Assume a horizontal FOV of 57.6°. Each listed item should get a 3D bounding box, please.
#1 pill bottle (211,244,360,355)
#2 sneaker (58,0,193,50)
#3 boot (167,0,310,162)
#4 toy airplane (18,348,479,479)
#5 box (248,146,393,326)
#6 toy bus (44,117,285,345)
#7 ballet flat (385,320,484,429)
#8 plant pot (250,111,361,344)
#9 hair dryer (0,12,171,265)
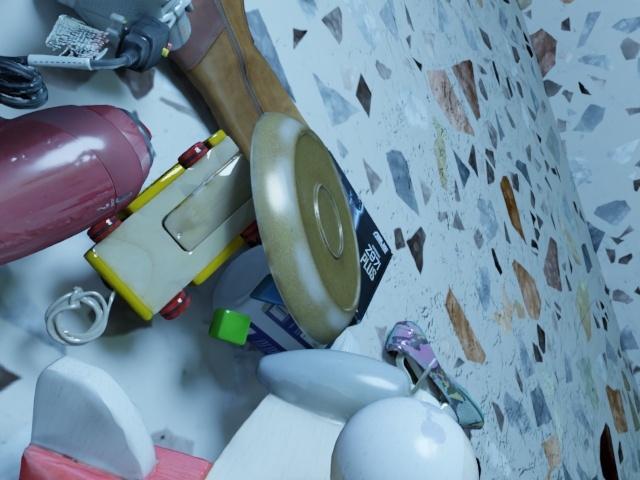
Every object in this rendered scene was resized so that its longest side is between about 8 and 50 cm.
[{"bbox_3d":[-0.030,0.089,0.644,0.169,0.094,0.094,46,43,-32],"label":"pill bottle"},{"bbox_3d":[-0.142,-0.225,0.491,0.121,0.262,0.099,48,71,-26],"label":"sneaker"},{"bbox_3d":[-0.082,-0.246,0.717,0.280,0.096,0.264,54,39,-25],"label":"boot"},{"bbox_3d":[-0.023,0.190,0.379,0.385,0.272,0.386,18,28,-41],"label":"toy airplane"},{"bbox_3d":[0.000,0.000,0.735,0.180,0.078,0.147,57,38,-20],"label":"box"},{"bbox_3d":[-0.137,-0.005,0.529,0.202,0.104,0.190,5,83,-29],"label":"toy bus"},{"bbox_3d":[0.163,0.221,0.872,0.079,0.077,0.221,-45,108,-31],"label":"ballet flat"},{"bbox_3d":[-0.003,-0.017,0.578,0.236,0.033,0.236,-13,90,-73],"label":"plant pot"},{"bbox_3d":[-0.225,-0.070,0.389,0.293,0.224,0.080,-94,-172,-45],"label":"hair dryer"}]
